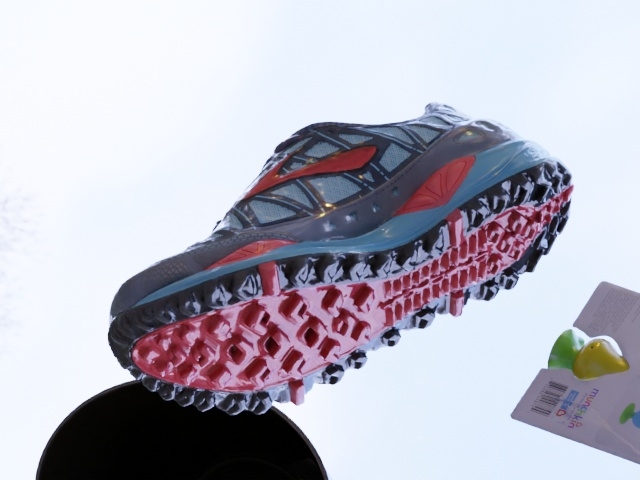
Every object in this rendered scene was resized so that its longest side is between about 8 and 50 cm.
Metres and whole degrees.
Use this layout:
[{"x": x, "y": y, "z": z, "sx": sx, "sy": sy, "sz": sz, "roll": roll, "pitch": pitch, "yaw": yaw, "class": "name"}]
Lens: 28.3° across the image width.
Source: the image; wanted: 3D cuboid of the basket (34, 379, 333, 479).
[{"x": -0.061, "y": 0.199, "z": 0.904, "sx": 0.204, "sy": 0.227, "sz": 0.154, "roll": 9, "pitch": -107, "yaw": 19, "class": "basket"}]

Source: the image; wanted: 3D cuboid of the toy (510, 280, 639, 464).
[{"x": 0.262, "y": 0.117, "z": 0.839, "sx": 0.237, "sy": 0.056, "sz": 0.137, "roll": 20, "pitch": -124, "yaw": 34, "class": "toy"}]

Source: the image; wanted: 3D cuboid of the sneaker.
[{"x": 0.000, "y": 0.000, "z": 0.676, "sx": 0.125, "sy": 0.262, "sz": 0.104, "roll": 48, "pitch": -32, "yaw": 41, "class": "sneaker"}]
